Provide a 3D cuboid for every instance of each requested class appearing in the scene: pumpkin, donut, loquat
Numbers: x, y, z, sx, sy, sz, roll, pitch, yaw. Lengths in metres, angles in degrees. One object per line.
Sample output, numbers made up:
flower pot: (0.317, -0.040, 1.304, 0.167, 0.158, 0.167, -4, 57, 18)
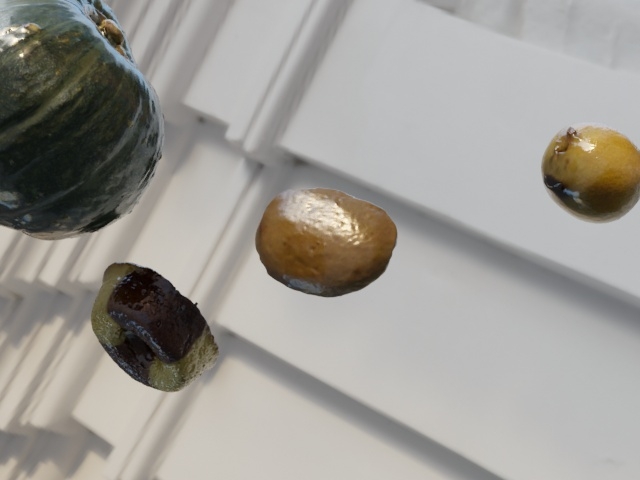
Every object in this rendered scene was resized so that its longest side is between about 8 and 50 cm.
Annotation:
pumpkin: (-0.323, -0.161, 1.252, 0.257, 0.327, 0.291, -33, -59, 6)
donut: (-0.213, 0.115, 1.355, 0.073, 0.166, 0.184, -56, -34, -36)
loquat: (0.388, -0.096, 1.540, 0.137, 0.163, 0.163, -57, -32, -14)

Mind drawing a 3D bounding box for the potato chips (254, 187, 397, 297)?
potato chips: (0.000, 0.000, 1.490, 0.150, 0.202, 0.049, -70, -23, -7)
